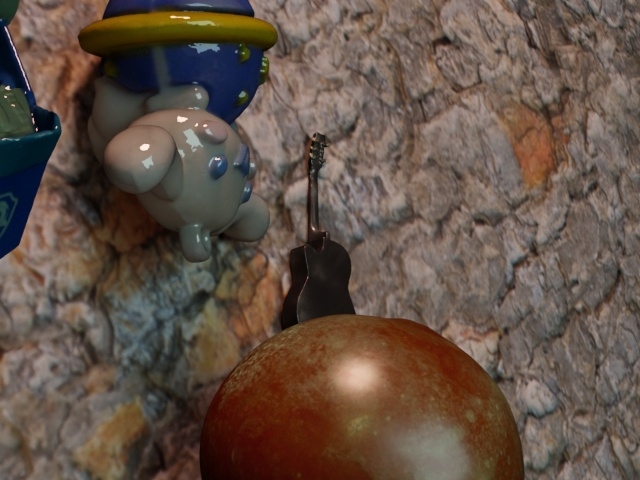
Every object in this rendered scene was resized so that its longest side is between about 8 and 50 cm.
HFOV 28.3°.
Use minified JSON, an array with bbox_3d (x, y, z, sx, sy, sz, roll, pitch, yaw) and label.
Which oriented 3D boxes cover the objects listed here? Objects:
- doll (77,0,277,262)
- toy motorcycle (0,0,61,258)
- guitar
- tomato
[{"bbox_3d":[-0.133,-0.110,1.028,0.311,0.160,0.242,-33,132,-78],"label":"doll"},{"bbox_3d":[-0.272,-0.103,0.837,0.191,0.200,0.326,-21,91,-52],"label":"toy motorcycle"},{"bbox_3d":[0.000,0.000,1.255,0.088,0.025,0.233,21,61,-43],"label":"guitar"},{"bbox_3d":[0.041,0.170,1.038,0.270,0.270,0.222,36,75,-36],"label":"tomato"}]
